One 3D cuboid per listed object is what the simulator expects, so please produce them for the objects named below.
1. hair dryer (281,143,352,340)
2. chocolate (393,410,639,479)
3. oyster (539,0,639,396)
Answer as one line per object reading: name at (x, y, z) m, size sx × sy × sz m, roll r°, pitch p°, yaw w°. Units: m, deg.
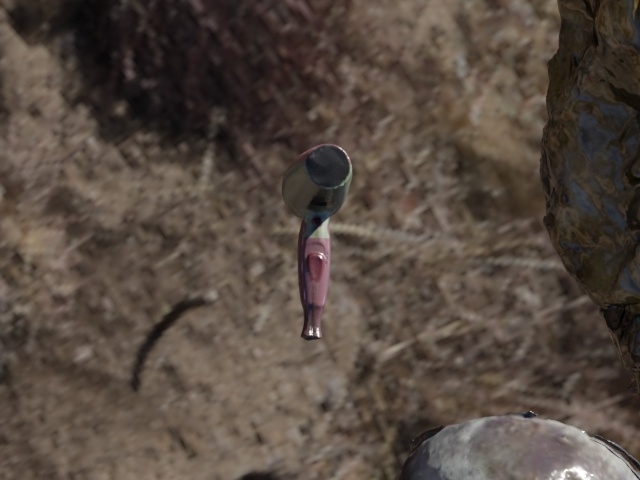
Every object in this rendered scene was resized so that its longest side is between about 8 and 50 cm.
hair dryer at (-0.001, 0.003, 1.535) m, size 0.054 × 0.106 × 0.154 m, roll 1°, pitch 86°, yaw -7°
chocolate at (0.199, 0.350, 1.967) m, size 0.303 × 0.303 × 0.213 m, roll 43°, pitch 36°, yaw -16°
oyster at (0.175, -0.038, 1.120) m, size 0.079 × 0.129 × 0.345 m, roll -17°, pitch 113°, yaw -17°
